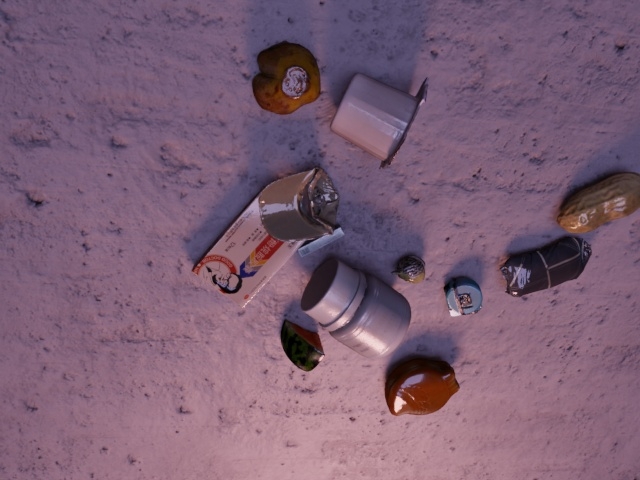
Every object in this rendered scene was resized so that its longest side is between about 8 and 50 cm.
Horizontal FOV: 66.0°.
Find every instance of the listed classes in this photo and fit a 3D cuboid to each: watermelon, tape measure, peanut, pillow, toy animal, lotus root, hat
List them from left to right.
[{"bbox_3d":[-0.096,-0.446,1.378,0.199,0.180,0.188,-25,115,0],"label":"lotus root"},{"bbox_3d":[-0.078,0.361,1.705,0.145,0.137,0.193,28,145,-18],"label":"watermelon"},{"bbox_3d":[-0.060,-0.112,1.525,0.244,0.149,0.214,-9,98,4],"label":"hat"},{"bbox_3d":[0.299,0.093,1.669,0.137,0.098,0.098,20,106,-34],"label":"toy animal"},{"bbox_3d":[0.508,0.199,1.746,0.125,0.081,0.146,-14,109,15],"label":"tape measure"},{"bbox_3d":[0.802,0.094,1.748,0.335,0.092,0.161,-17,107,-3],"label":"pillow"},{"bbox_3d":[0.957,-0.123,1.668,0.313,0.152,0.152,-23,111,2],"label":"peanut"}]

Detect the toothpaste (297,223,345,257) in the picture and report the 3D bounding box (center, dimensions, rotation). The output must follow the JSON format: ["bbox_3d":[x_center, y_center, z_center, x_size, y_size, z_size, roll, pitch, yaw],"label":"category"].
[{"bbox_3d":[0.000,0.000,1.618,0.164,0.046,0.034,-28,109,2],"label":"toothpaste"}]

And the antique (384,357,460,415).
[{"bbox_3d":[0.366,0.541,1.822,0.278,0.129,0.223,-28,111,2],"label":"antique"}]

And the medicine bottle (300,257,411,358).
[{"bbox_3d":[0.114,0.219,1.607,0.306,0.245,0.245,34,101,-18],"label":"medicine bottle"}]

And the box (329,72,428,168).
[{"bbox_3d":[0.162,-0.380,1.418,0.206,0.262,0.291,25,94,-5],"label":"box"}]

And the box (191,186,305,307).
[{"bbox_3d":[-0.219,0.027,1.588,0.214,0.069,0.353,40,101,-19],"label":"box"}]
